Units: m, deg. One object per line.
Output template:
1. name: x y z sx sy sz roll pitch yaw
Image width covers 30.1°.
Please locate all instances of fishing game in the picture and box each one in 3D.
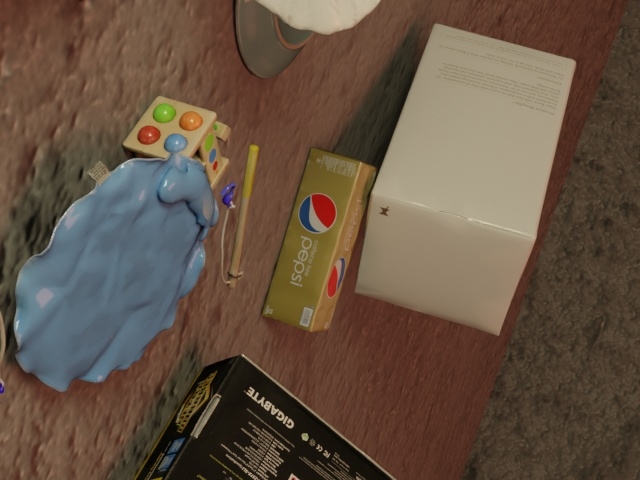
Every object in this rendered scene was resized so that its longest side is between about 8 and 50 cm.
1. fishing game: -0.144 0.018 0.822 0.264 0.041 0.189 -33 145 -38

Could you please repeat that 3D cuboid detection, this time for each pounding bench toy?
1. pounding bench toy: -0.100 -0.077 0.885 0.065 0.052 0.083 81 32 -52

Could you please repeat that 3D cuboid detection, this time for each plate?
1. plate: -0.019 -0.229 1.020 0.188 0.024 0.188 17 90 -71

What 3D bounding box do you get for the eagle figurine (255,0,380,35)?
1. eagle figurine: -0.020 -0.297 0.724 0.226 0.225 0.298 -54 168 -11

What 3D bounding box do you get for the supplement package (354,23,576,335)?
1. supplement package: 0.165 -0.073 1.350 0.175 0.177 0.293 99 10 -49

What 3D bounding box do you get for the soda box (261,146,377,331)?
1. soda box: 0.000 0.000 1.225 0.061 0.058 0.181 9 99 -71

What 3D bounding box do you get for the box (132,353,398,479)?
1. box: -0.030 0.298 1.059 0.079 0.322 0.257 -26 -152 54
